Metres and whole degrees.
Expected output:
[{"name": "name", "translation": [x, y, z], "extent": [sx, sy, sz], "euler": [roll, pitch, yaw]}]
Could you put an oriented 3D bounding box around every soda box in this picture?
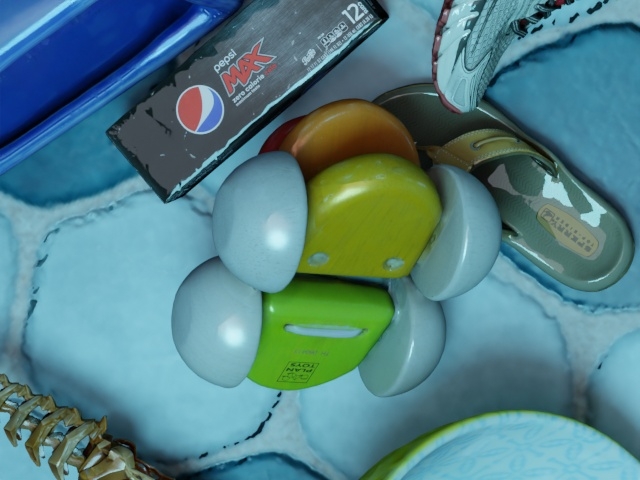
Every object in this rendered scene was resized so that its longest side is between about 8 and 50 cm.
[{"name": "soda box", "translation": [-0.042, -0.097, 1.038], "extent": [0.169, 0.053, 0.060], "euler": [-40, 90, 11]}]

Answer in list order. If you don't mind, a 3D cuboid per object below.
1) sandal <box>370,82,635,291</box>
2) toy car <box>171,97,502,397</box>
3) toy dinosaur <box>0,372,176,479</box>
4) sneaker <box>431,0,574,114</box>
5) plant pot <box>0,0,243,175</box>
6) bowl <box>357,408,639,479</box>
[{"name": "sandal", "translation": [0.102, -0.032, 1.026], "extent": [0.180, 0.049, 0.072], "euler": [35, 101, 7]}, {"name": "toy car", "translation": [0.000, 0.000, 1.005], "extent": [0.159, 0.136, 0.182], "euler": [4, 132, -24]}, {"name": "toy dinosaur", "translation": [-0.115, 0.217, 1.070], "extent": [0.218, 0.164, 0.322], "euler": [-36, 72, -3]}, {"name": "sneaker", "translation": [0.139, -0.162, 0.985], "extent": [0.092, 0.088, 0.225], "euler": [36, 101, 1]}, {"name": "plant pot", "translation": [-0.210, -0.160, 0.971], "extent": [0.236, 0.236, 0.212], "euler": [-34, 86, 12]}, {"name": "bowl", "translation": [0.074, 0.246, 0.998], "extent": [0.156, 0.289, 0.290], "euler": [-17, 96, 53]}]
